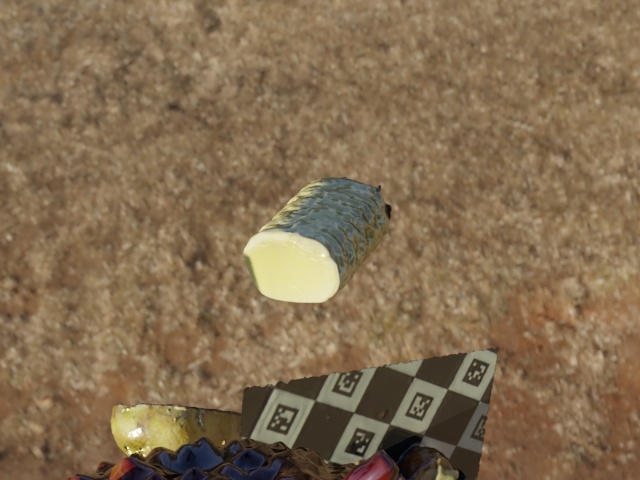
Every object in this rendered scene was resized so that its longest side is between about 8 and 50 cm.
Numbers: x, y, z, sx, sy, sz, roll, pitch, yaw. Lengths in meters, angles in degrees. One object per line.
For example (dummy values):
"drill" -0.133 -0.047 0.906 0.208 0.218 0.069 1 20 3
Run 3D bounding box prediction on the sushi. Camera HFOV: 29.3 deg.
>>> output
"sushi" 0.054 0.239 1.125 0.290 0.264 0.050 -7 23 -33

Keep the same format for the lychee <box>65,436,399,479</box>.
"lychee" -0.050 0.314 0.742 0.425 0.500 0.424 12 25 -6

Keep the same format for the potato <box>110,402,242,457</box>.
"potato" -0.179 0.254 1.569 0.164 0.200 0.081 -5 78 32

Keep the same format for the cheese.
"cheese" 0.000 0.000 1.390 0.123 0.093 0.167 12 31 21
